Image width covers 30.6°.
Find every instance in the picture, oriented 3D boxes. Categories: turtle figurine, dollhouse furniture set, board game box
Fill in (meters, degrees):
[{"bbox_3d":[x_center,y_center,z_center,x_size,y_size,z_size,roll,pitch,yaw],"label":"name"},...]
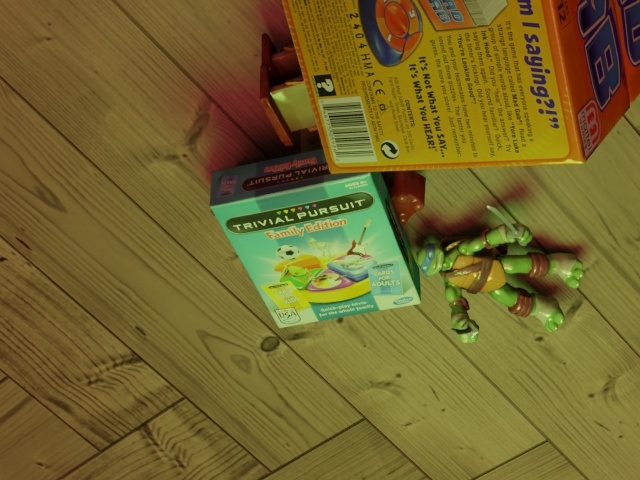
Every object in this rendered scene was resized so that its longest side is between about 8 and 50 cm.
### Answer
[{"bbox_3d":[0.303,0.076,1.911,0.266,0.198,0.274,11,168,-21],"label":"turtle figurine"},{"bbox_3d":[0.059,-0.173,1.853,0.201,0.152,0.374,-12,138,15],"label":"dollhouse furniture set"},{"bbox_3d":[0.000,0.000,1.876,0.253,0.079,0.336,-11,140,13],"label":"board game box"},{"bbox_3d":[0.198,-0.323,1.493,0.356,0.356,0.357,0,118,34],"label":"board game box"}]

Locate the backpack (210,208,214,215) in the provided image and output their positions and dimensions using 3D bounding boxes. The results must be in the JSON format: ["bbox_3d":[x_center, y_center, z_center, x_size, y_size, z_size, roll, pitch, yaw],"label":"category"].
[{"bbox_3d":[-0.123,-0.075,1.944,0.114,0.105,0.084,5,102,0],"label":"backpack"}]
